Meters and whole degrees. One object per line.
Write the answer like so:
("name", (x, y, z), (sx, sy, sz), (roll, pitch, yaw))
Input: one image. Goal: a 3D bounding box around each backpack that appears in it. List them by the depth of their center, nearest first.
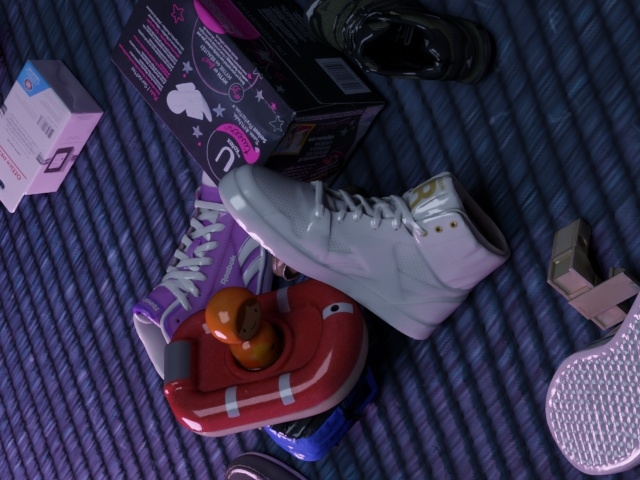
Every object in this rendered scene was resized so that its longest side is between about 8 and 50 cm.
("backpack", (-0.003, 0.183, 1.537), (0.098, 0.120, 0.101), (26, 154, 35))

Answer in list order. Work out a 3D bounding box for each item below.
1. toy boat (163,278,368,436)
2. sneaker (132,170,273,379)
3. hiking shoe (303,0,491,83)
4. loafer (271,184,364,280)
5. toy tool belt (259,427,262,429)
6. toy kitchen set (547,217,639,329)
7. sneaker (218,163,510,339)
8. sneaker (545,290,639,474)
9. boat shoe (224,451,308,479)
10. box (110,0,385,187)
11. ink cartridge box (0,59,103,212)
("toy boat", (-0.069, 0.102, 1.459), (0.231, 0.151, 0.151), (-16, 50, 14))
("sneaker", (-0.137, 0.030, 1.592), (0.102, 0.161, 0.282), (7, 100, 48))
("hiking shoe", (0.060, -0.219, 1.440), (0.227, 0.114, 0.086), (20, 108, 33))
("loafer", (0.000, 0.000, 1.555), (0.148, 0.056, 0.050), (-48, 62, 32))
("toy tool belt", (-0.072, 0.198, 1.642), (0.051, 0.052, 0.083), (52, 124, 29))
("toy kitchen set", (0.278, 0.027, 1.365), (0.083, 0.075, 0.068), (39, 132, -20))
("sneaker", (0.055, -0.030, 1.406), (0.169, 0.292, 0.108), (-44, 30, 28))
("sneaker", (0.326, 0.114, 1.296), (0.126, 0.127, 0.321), (60, 150, 21))
("boat shoe", (-0.015, 0.379, 1.596), (0.335, 0.095, 0.112), (48, 122, 21))
("box", (-0.082, -0.175, 1.524), (0.247, 0.163, 0.142), (50, 125, 21))
("ink cartridge box", (-0.368, -0.134, 1.810), (0.104, 0.060, 0.180), (49, 122, 20))
